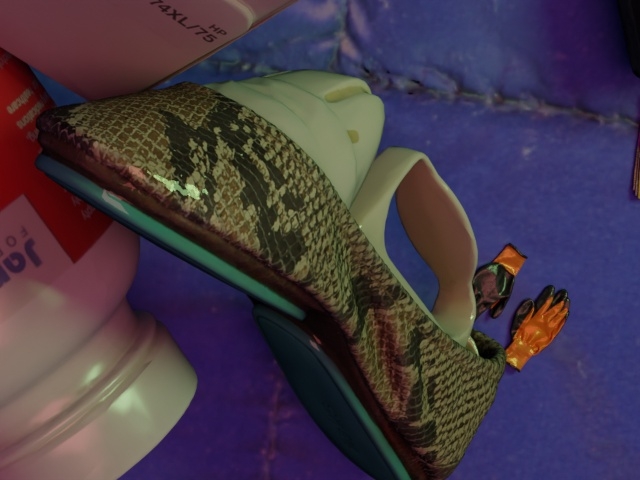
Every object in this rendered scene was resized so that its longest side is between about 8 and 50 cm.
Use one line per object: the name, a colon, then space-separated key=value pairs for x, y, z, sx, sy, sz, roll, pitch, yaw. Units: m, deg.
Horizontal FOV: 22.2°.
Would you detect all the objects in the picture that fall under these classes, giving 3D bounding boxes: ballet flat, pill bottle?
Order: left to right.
pill bottle: x=-0.261 y=-0.024 z=1.021 sx=0.229 sy=0.229 sz=0.407 roll=-35 pitch=106 yaw=-4
ballet flat: x=0.000 y=0.000 z=1.050 sx=0.182 sy=0.164 sz=0.483 roll=-53 pitch=141 yaw=-9

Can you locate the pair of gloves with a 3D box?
pair of gloves: x=0.147 y=0.052 z=1.239 sx=0.083 sy=0.010 sz=0.074 roll=40 pitch=91 yaw=-16

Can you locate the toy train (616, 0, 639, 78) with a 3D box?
toy train: x=0.288 y=-0.264 z=1.150 sx=0.190 sy=0.142 sz=0.334 roll=-14 pitch=103 yaw=0

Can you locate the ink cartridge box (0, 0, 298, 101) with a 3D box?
ink cartridge box: x=-0.114 y=-0.257 z=0.942 sx=0.198 sy=0.197 sz=0.270 roll=32 pitch=53 yaw=-31

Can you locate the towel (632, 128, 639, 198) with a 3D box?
towel: x=0.270 y=-0.072 z=1.243 sx=0.060 sy=0.009 sz=0.083 roll=3 pitch=100 yaw=-12
